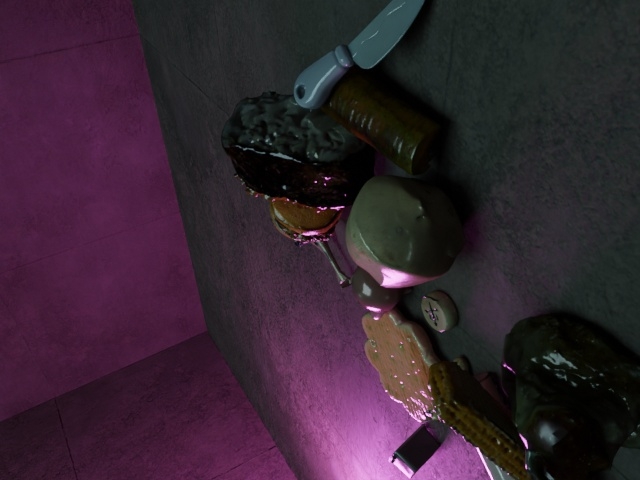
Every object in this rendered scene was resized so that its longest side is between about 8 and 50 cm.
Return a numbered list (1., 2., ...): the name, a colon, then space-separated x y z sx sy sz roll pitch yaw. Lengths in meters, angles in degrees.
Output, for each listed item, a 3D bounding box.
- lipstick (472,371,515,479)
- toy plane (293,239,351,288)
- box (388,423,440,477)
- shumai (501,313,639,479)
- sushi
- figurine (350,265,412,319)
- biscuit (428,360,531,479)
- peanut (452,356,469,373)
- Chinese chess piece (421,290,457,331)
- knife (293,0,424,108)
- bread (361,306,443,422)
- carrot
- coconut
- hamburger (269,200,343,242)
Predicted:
1. lipstick: 0.354 0.418 1.060 0.327 0.087 0.087 65 157 8
2. toy plane: 0.000 0.000 1.473 0.286 0.092 0.108 61 146 10
3. box: 0.235 0.522 1.385 0.069 0.122 0.084 43 150 22
4. shumai: 0.326 0.238 0.824 0.222 0.204 0.272 69 161 0
5. sushi: -0.035 -0.196 1.205 0.348 0.234 0.207 20 147 25
6. figurine: 0.129 0.097 1.244 0.125 0.125 0.138 58 139 21
7. biscuit: 0.299 0.317 0.871 0.379 0.054 0.094 42 -160 -23
8. peanut: 0.291 0.277 1.142 0.037 0.037 0.083 -20 91 67
9. Chinese chess piece: 0.240 0.144 1.135 0.084 0.034 0.084 48 151 38
10. knife: 0.070 -0.320 0.938 0.331 0.044 0.080 -29 70 42
11. bread: 0.201 0.289 1.326 0.316 0.054 0.316 48 151 38
12. carrot: 0.102 -0.229 1.015 0.302 0.114 0.114 46 149 35
13. coconut: 0.149 -0.017 0.988 0.224 0.224 0.224 47 150 40
14. hamburger: -0.029 -0.080 1.355 0.191 0.182 0.118 53 170 15
